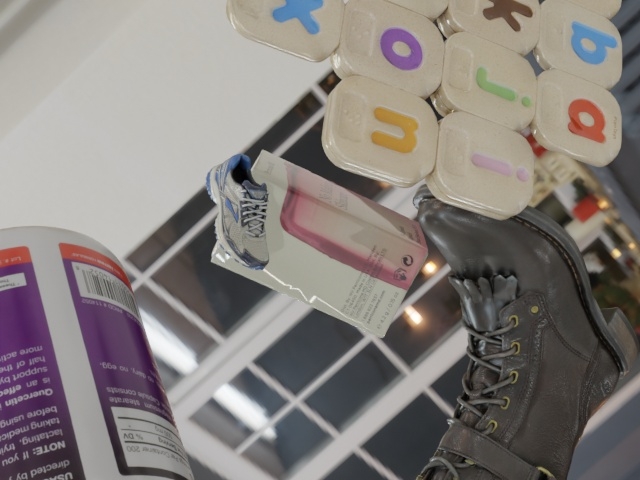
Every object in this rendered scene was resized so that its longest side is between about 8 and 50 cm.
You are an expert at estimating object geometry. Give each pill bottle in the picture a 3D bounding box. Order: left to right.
[{"bbox_3d":[-0.191,0.156,0.689,0.181,0.181,0.323,41,-162,-52],"label":"pill bottle"}]

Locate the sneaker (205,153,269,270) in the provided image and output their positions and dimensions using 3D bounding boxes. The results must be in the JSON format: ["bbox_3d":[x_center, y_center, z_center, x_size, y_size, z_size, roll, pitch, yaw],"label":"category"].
[{"bbox_3d":[-0.079,-0.033,1.004,0.052,0.058,0.135,6,-127,-45],"label":"sneaker"}]

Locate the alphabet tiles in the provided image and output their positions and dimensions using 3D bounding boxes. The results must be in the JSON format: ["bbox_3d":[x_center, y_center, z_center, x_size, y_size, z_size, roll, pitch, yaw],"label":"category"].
[{"bbox_3d":[0.078,-0.159,0.620,0.278,0.284,0.021,15,157,-20],"label":"alphabet tiles"}]

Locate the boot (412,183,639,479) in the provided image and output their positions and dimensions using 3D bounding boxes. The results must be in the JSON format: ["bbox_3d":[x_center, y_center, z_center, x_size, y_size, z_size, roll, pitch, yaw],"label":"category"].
[{"bbox_3d":[0.120,0.112,0.687,0.263,0.229,0.091,42,157,-23],"label":"boot"}]

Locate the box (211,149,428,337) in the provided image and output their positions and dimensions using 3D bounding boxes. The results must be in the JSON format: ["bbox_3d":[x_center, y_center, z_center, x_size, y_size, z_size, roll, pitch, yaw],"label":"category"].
[{"bbox_3d":[0.000,0.000,1.197,0.232,0.126,0.148,25,-166,-6],"label":"box"}]
